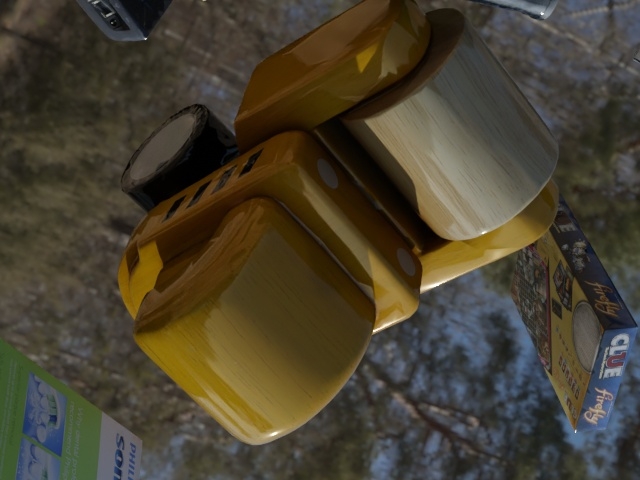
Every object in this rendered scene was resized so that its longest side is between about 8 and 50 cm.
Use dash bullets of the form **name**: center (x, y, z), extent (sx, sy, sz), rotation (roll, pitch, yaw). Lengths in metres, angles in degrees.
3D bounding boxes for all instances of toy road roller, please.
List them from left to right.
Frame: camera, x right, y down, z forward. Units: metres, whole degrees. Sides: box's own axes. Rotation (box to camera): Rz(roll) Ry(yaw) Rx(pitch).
- **toy road roller**: center (0.000, 0.000, 0.891), extent (0.329, 0.202, 0.241), rotation (-28, -150, 28)

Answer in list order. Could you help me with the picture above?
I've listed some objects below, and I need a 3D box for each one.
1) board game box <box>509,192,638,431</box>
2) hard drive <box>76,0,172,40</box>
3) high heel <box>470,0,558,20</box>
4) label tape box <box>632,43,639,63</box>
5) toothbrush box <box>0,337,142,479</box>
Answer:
- **board game box**: center (0.293, 0.081, 1.451), extent (0.243, 0.042, 0.165), rotation (-107, -163, -49)
- **hard drive**: center (-0.228, -0.323, 1.168), extent (0.054, 0.255, 0.172), rotation (-20, -151, 25)
- **high heel**: center (0.039, -0.238, 0.887), extent (0.261, 0.186, 0.093), rotation (54, -50, 54)
- **label tape box**: center (0.555, -0.375, 1.562), extent (0.106, 0.240, 0.334), rotation (36, -52, 25)
- **toothbrush box**: center (-0.281, 0.151, 0.819), extent (0.206, 0.283, 0.122), rotation (-14, -124, 19)
